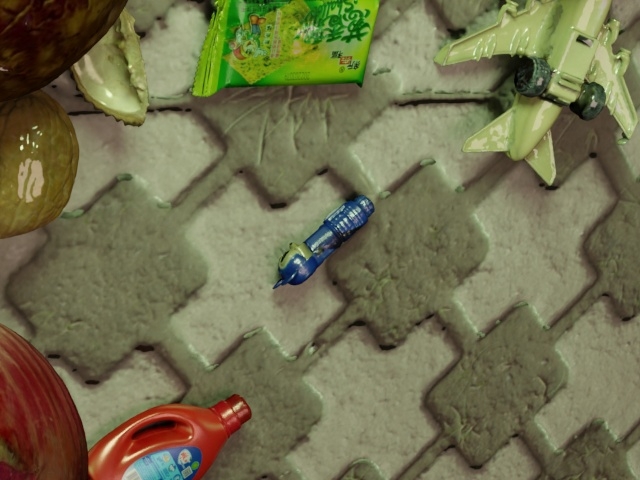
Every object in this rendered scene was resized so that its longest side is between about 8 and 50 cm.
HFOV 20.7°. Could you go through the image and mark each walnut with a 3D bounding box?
[{"bbox_3d":[-0.241,-0.063,1.369,0.105,0.105,0.125,2,98,-37],"label":"walnut"}]

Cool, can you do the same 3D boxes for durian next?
[{"bbox_3d":[-0.173,-0.147,1.395,0.052,0.066,0.130,-26,118,-23],"label":"durian"}]

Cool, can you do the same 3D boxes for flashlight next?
[{"bbox_3d":[0.000,0.000,1.625,0.121,0.057,0.035,-43,94,-15],"label":"flashlight"}]

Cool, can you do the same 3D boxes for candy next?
[{"bbox_3d":[-0.025,-0.174,1.508,0.178,0.032,0.102,-6,118,-34],"label":"candy"}]

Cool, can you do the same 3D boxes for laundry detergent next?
[{"bbox_3d":[-0.139,0.191,1.626,0.165,0.049,0.097,-34,122,-19],"label":"laundry detergent"}]

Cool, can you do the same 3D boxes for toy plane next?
[{"bbox_3d":[0.228,-0.177,1.654,0.229,0.092,0.244,18,107,-27],"label":"toy plane"}]

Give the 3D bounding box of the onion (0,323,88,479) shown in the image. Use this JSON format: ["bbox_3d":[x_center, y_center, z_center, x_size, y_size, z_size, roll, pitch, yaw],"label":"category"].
[{"bbox_3d":[-0.342,0.208,1.312,0.353,0.353,0.354,-17,124,-28],"label":"onion"}]

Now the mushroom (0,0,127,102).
[{"bbox_3d":[-0.244,-0.258,1.186,0.345,0.239,0.345,-44,156,-25],"label":"mushroom"}]
